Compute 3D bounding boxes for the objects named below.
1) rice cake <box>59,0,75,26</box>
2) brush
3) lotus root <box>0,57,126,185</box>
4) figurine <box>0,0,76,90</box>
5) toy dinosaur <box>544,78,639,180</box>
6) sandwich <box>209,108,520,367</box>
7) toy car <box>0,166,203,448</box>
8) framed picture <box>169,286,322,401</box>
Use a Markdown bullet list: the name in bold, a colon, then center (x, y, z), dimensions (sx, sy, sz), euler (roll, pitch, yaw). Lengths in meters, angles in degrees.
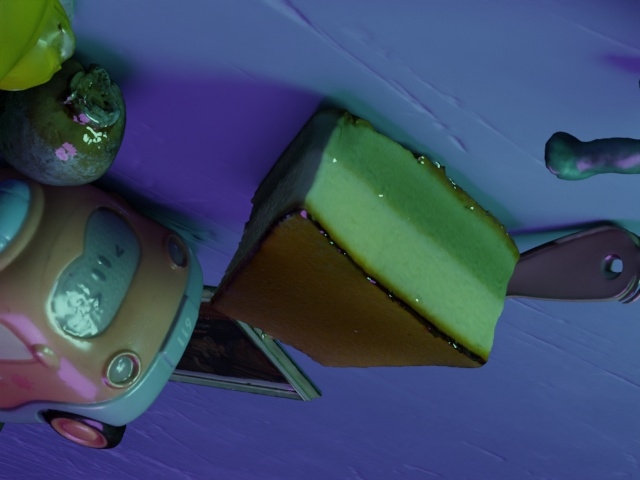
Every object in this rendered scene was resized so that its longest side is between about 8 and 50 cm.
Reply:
- **rice cake**: center (-0.155, -0.165, 0.999), dimensions (0.033, 0.033, 0.207), euler (6, 161, -5)
- **brush**: center (0.123, 0.032, 1.293), dimensions (0.067, 0.072, 0.313), euler (3, 170, -45)
- **lotus root**: center (-0.181, -0.077, 1.183), dimensions (0.088, 0.088, 0.165), euler (23, 168, -22)
- **figurine**: center (-0.283, -0.153, 0.813), dimensions (0.340, 0.231, 0.324), euler (3, 138, 1)
- **toy dinosaur**: center (0.316, -0.069, 0.859), dimensions (0.383, 0.129, 0.331), euler (25, 148, -28)
- **sandwich**: center (0.000, 0.000, 1.204), dimensions (0.186, 0.108, 0.220), euler (-2, 150, 40)
- **toy car**: center (-0.241, 0.036, 1.392), dimensions (0.270, 0.180, 0.212), euler (2, 146, 32)
- **framed picture**: center (-0.137, 0.093, 1.674), dimensions (0.216, 0.016, 0.273), euler (6, 158, 22)
